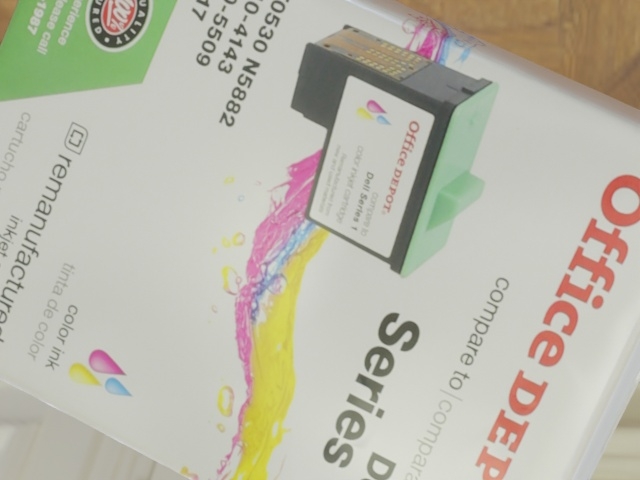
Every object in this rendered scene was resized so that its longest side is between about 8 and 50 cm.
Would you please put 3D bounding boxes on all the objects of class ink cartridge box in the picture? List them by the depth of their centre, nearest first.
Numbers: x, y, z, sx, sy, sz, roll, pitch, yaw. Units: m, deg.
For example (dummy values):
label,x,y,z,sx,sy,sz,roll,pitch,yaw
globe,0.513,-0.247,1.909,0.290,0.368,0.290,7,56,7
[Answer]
label,x,y,z,sx,sy,sz,roll,pitch,yaw
ink cartridge box,0.000,0.000,0.664,0.278,0.117,0.201,26,99,12
